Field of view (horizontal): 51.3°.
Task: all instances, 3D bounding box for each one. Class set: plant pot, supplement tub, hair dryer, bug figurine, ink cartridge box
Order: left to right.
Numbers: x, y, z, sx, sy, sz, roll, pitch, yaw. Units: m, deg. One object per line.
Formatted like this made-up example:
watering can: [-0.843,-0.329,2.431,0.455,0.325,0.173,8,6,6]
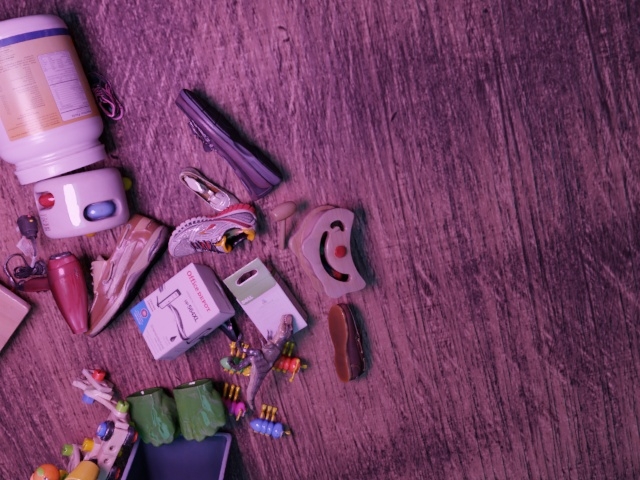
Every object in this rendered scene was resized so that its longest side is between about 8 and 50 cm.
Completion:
supplement tub: [-0.608,-0.298,1.430,0.228,0.228,0.316,-15,105,5]
hair dryer: [-0.630,0.096,1.570,0.293,0.080,0.224,49,132,15]
plant pot: [-0.357,0.665,1.692,0.247,0.247,0.252,1,118,1]
ink cartridge box: [-0.330,0.170,1.597,0.203,0.086,0.148,-38,70,11]
bug figurine: [-0.159,0.381,1.687,0.216,0.072,0.279,13,106,-2]
ink cartridge box: [-0.131,0.143,1.626,0.109,0.062,0.209,-33,102,11]

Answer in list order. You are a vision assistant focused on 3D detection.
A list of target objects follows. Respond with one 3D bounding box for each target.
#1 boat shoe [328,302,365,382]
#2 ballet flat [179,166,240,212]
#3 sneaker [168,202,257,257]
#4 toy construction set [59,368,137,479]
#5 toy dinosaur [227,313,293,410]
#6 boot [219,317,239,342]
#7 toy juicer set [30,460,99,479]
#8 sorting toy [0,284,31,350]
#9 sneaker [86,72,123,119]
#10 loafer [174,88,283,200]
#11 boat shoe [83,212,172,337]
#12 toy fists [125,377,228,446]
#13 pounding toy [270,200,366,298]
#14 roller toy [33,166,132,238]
boat shoe: [0.069,0.247,1.653,0.073,0.073,0.207,-18,112,-33]
ballet flat: [-0.263,-0.109,1.565,0.168,0.052,0.057,34,103,-8]
sneaker: [-0.253,-0.010,1.556,0.225,0.093,0.088,-22,142,9]
toy construction set: [-0.561,0.494,1.675,0.151,0.215,0.328,7,101,-28]
toy dinosaur: [-0.159,0.287,1.602,0.118,0.064,0.268,24,106,-6]
boot: [-0.266,0.214,1.658,0.099,0.045,0.121,-23,96,5]
toy juicer set: [-0.590,0.666,1.595,0.209,0.089,0.329,-3,120,15]
sorting toy: [-0.872,0.174,1.636,0.257,0.089,0.255,37,103,-8]
sneaker: [-0.494,-0.327,1.509,0.047,0.057,0.119,-31,101,11]
loafer: [-0.223,-0.211,1.513,0.302,0.109,0.095,42,106,-12]
boat shoe: [-0.484,0.077,1.596,0.119,0.122,0.324,35,95,-3]
toy fists: [-0.357,0.434,1.672,0.279,0.096,0.142,-13,92,21]
pounding toy: [0.000,0.000,1.582,0.154,0.154,0.270,-37,113,-19]
roller toy: [-0.537,-0.079,1.501,0.209,0.191,0.146,-10,99,1]
